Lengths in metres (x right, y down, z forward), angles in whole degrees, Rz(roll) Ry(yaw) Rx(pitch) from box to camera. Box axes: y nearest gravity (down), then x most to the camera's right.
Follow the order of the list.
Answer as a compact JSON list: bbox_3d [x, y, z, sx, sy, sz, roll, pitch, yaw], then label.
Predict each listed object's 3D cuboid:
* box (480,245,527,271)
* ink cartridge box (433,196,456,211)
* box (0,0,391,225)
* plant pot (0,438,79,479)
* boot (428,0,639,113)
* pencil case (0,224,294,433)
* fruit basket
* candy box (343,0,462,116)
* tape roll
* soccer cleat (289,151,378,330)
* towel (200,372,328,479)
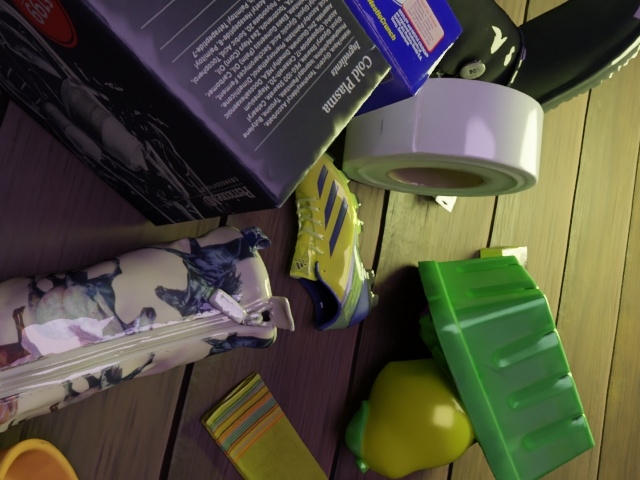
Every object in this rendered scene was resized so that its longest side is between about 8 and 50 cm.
[{"bbox_3d":[0.380,0.129,0.991,0.087,0.058,0.232,-7,95,-33],"label":"box"},{"bbox_3d":[0.235,-0.099,0.911,0.048,0.028,0.083,32,73,-29],"label":"ink cartridge box"},{"bbox_3d":[-0.171,-0.185,0.461,0.312,0.343,0.179,45,66,-24],"label":"box"},{"bbox_3d":[-0.331,0.356,0.422,0.203,0.291,0.291,-17,100,-14],"label":"plant pot"},{"bbox_3d":[0.258,-0.365,0.747,0.445,0.367,0.146,23,44,-30],"label":"boot"},{"bbox_3d":[-0.241,0.097,0.515,0.410,0.183,0.160,-15,99,-31],"label":"pencil case"},{"bbox_3d":[0.219,0.243,0.815,0.391,0.283,0.392,2,110,6],"label":"fruit basket"},{"bbox_3d":[-0.045,-0.267,0.558,0.268,0.317,0.122,49,65,-25],"label":"candy box"},{"bbox_3d":[0.176,-0.139,0.721,0.286,0.286,0.100,10,86,-33],"label":"tape roll"},{"bbox_3d":[0.001,0.001,0.725,0.121,0.093,0.289,-21,101,-24],"label":"soccer cleat"},{"bbox_3d":[-0.074,0.317,0.721,0.102,0.021,0.237,-39,111,-26],"label":"towel"}]
